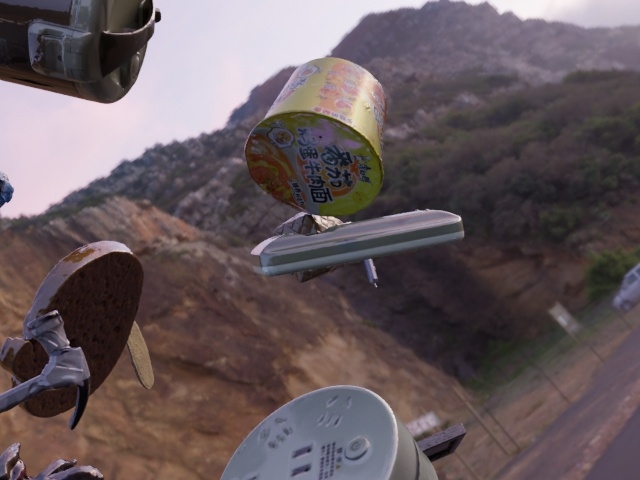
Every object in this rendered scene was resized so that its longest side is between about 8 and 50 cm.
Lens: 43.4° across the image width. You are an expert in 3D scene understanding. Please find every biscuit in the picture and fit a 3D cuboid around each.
[{"bbox_3d":[-0.499,0.179,1.596,0.350,0.070,0.395,-13,-49,-64],"label":"biscuit"}]

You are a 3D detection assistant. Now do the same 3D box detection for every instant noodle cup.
[{"bbox_3d":[0.011,-0.203,1.509,0.264,0.264,0.200,123,169,-50],"label":"instant noodle cup"}]

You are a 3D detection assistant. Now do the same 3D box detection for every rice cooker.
[{"bbox_3d":[-0.507,-0.452,1.632,0.335,0.325,0.335,14,-90,-85],"label":"rice cooker"}]

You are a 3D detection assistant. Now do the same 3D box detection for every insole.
[{"bbox_3d":[-0.436,0.244,1.896,0.011,0.248,0.081,-6,29,14],"label":"insole"}]

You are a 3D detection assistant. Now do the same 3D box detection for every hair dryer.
[{"bbox_3d":[0.096,0.040,1.511,0.063,0.114,0.037,-23,-32,15],"label":"hair dryer"}]

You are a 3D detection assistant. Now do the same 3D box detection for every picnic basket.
[{"bbox_3d":[0.000,0.000,1.617,0.128,0.138,0.178,-28,-3,31],"label":"picnic basket"}]

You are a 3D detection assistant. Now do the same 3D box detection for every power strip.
[{"bbox_3d":[-0.003,0.406,1.264,0.357,0.161,0.358,-26,30,17],"label":"power strip"}]

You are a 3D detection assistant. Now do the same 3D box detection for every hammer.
[{"bbox_3d":[-0.499,0.244,1.024,0.426,0.152,0.044,-24,1,-9],"label":"hammer"}]

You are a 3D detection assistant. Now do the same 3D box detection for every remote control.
[{"bbox_3d":[0.058,0.001,1.290,0.335,0.066,0.128,-10,5,-14],"label":"remote control"}]

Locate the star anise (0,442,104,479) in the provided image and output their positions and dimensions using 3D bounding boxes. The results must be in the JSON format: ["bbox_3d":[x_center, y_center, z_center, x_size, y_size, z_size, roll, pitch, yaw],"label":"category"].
[{"bbox_3d":[-0.353,0.299,0.800,0.282,0.129,0.212,-38,20,-3],"label":"star anise"}]

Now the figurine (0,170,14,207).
[{"bbox_3d":[-0.784,-0.123,1.908,0.114,0.114,0.079,-47,14,28],"label":"figurine"}]

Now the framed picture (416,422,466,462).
[{"bbox_3d":[0.181,0.398,1.491,0.168,0.023,0.128,-19,-28,-14],"label":"framed picture"}]
